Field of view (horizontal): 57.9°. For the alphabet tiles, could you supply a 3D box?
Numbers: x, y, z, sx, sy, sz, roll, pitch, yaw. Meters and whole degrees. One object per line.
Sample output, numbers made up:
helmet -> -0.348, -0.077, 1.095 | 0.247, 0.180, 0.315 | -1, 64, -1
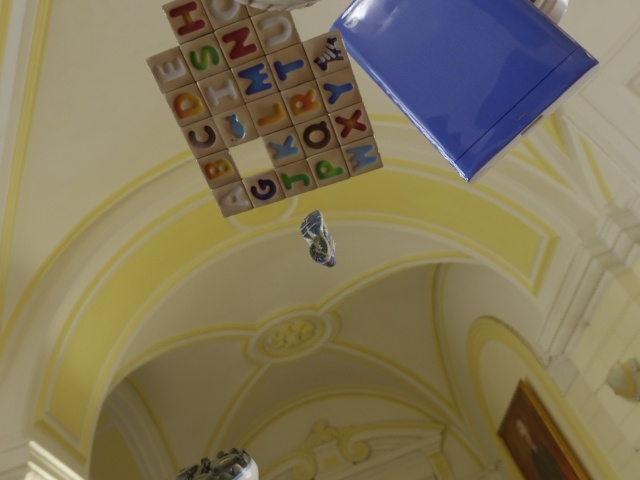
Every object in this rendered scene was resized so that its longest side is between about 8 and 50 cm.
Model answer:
alphabet tiles -> -0.061, -0.151, 0.613 | 0.198, 0.009, 0.237 | -17, -61, 11

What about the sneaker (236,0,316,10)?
sneaker -> 0.049, -0.255, 0.466 | 0.292, 0.118, 0.110 | -25, -61, -29

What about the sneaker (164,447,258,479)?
sneaker -> -0.124, 0.240, 0.394 | 0.237, 0.086, 0.085 | -45, 0, -3

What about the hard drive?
hard drive -> 0.179, -0.263, 0.791 | 0.210, 0.318, 0.040 | -44, -22, 18

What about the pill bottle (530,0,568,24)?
pill bottle -> 0.294, -0.465, 1.002 | 0.283, 0.161, 0.161 | 21, -56, -36

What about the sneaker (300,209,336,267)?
sneaker -> 0.000, 0.000, 1.131 | 0.052, 0.135, 0.058 | -29, -43, 20
